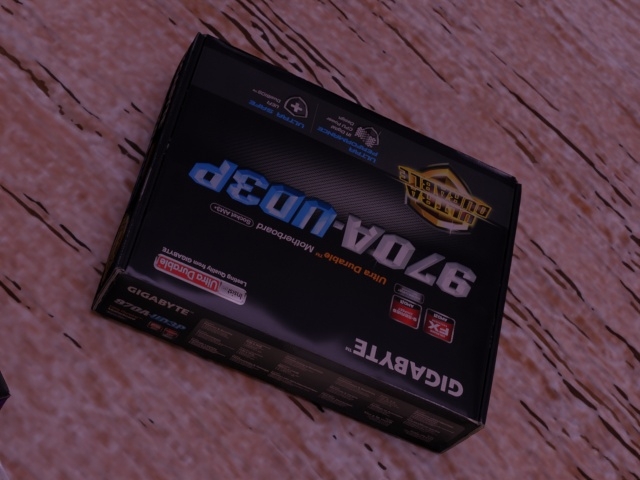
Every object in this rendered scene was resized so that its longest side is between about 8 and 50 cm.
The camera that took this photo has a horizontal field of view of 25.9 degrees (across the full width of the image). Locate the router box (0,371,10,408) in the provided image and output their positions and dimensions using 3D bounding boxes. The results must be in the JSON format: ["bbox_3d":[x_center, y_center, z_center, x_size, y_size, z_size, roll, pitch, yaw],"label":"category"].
[{"bbox_3d":[-0.245,0.024,0.653,0.133,0.046,0.178,-19,72,-34],"label":"router box"}]

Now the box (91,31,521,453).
[{"bbox_3d":[0.000,0.000,0.790,0.220,0.051,0.175,24,54,-13],"label":"box"}]

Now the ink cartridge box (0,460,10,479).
[{"bbox_3d":[-0.205,0.177,0.561,0.191,0.082,0.139,-18,71,-35],"label":"ink cartridge box"}]
